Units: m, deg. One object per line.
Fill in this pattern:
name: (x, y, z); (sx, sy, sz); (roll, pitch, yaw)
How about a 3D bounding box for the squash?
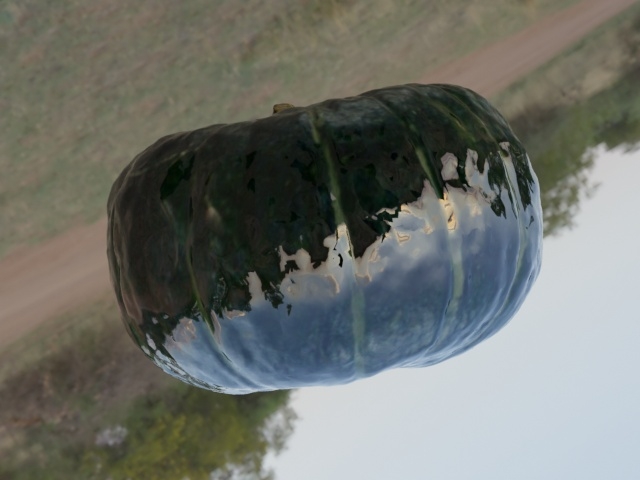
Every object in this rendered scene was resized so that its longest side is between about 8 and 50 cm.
squash: (0.000, 0.000, 0.644); (0.252, 0.165, 0.252); (-8, 177, 0)
